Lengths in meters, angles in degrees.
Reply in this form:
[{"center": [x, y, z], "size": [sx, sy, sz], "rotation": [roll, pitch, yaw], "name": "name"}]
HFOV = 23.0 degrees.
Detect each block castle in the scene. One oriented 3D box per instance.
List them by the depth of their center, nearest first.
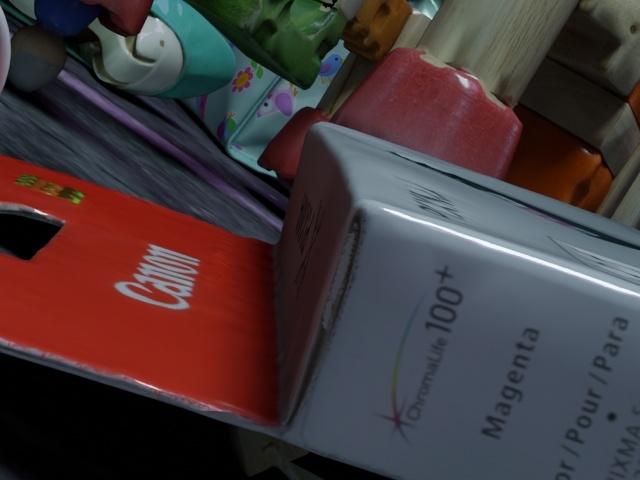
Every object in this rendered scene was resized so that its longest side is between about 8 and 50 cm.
[{"center": [0.041, -0.067, 0.919], "size": [0.303, 0.213, 0.453], "rotation": [31, -3, 24], "name": "block castle"}]

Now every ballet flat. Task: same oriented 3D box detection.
[{"center": [-0.161, -0.155, 1.097], "size": [0.247, 0.083, 0.087], "rotation": [34, 30, -30], "name": "ballet flat"}]

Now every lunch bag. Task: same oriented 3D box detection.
[{"center": [0.012, -0.178, 1.354], "size": [0.160, 0.262, 0.223], "rotation": [34, 5, -29], "name": "lunch bag"}]

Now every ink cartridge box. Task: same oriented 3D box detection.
[{"center": [0.000, 0.000, 0.450], "size": [0.239, 0.060, 0.275], "rotation": [20, 7, -5], "name": "ink cartridge box"}]

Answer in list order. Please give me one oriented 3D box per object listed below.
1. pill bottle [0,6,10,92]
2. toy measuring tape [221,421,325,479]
[{"center": [-0.145, -0.077, 0.494], "size": [0.065, 0.065, 0.116], "rotation": [33, 6, -40], "name": "pill bottle"}, {"center": [0.125, 0.100, 0.497], "size": [0.330, 0.121, 0.121], "rotation": [35, 6, -20], "name": "toy measuring tape"}]
